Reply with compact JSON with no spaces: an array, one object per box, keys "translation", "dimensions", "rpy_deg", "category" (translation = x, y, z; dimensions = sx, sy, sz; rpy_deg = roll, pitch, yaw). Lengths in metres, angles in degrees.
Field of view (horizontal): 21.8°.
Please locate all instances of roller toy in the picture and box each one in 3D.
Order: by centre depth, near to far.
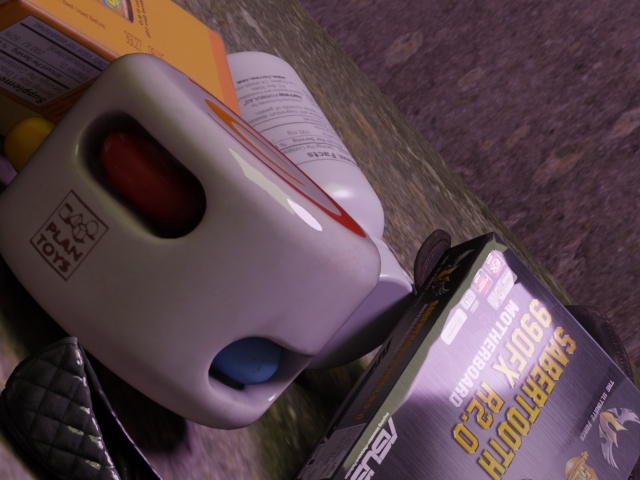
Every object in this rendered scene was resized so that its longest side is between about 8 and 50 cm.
[{"translation":[-0.079,0.004,0.921],"dimensions":[0.209,0.146,0.191],"rpy_deg":[39,5,-18],"category":"roller toy"}]

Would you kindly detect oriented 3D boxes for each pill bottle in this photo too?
[{"translation":[-0.027,-0.021,1.244],"dimensions":[0.131,0.131,0.229],"rpy_deg":[34,20,-55],"category":"pill bottle"}]

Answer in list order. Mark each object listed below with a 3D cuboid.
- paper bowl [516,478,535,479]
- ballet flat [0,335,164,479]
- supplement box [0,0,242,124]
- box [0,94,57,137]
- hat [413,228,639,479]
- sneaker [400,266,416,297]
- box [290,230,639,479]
[{"translation":[0.141,0.277,0.875],"dimensions":[0.284,0.148,0.284],"rpy_deg":[47,12,-13],"category":"paper bowl"},{"translation":[-0.081,0.120,0.781],"dimensions":[0.173,0.049,0.057],"rpy_deg":[48,12,-11],"category":"ballet flat"},{"translation":[-0.139,-0.117,0.991],"dimensions":[0.233,0.080,0.078],"rpy_deg":[32,39,-58],"category":"supplement box"},{"translation":[-0.188,-0.103,1.075],"dimensions":[0.232,0.058,0.087],"rpy_deg":[34,20,-56],"category":"box"},{"translation":[0.177,0.138,1.259],"dimensions":[0.331,0.134,0.331],"rpy_deg":[-16,90,-80],"category":"hat"},{"translation":[0.000,0.000,1.440],"dimensions":[0.106,0.078,0.234],"rpy_deg":[53,7,30],"category":"sneaker"},{"translation":[0.103,0.137,1.072],"dimensions":[0.183,0.056,0.231],"rpy_deg":[47,55,-14],"category":"box"}]
